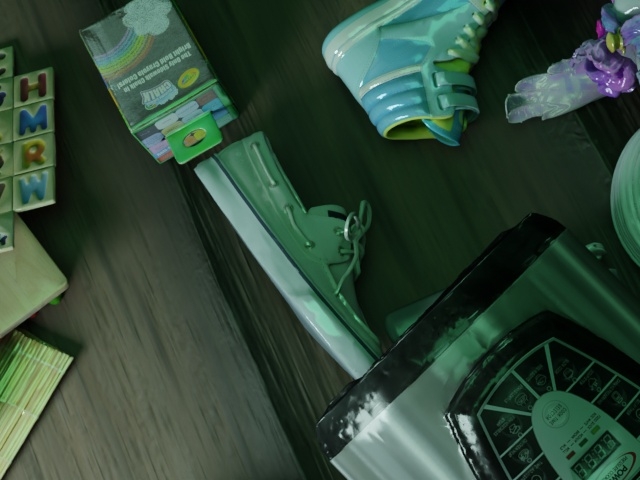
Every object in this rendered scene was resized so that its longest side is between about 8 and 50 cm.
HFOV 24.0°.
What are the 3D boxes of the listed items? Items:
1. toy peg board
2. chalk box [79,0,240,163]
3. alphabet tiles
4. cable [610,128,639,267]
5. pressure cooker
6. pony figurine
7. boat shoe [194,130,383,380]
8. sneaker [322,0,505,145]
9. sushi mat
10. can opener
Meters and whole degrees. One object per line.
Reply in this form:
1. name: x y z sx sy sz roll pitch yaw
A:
1. toy peg board: -0.423 0.056 1.939 0.160 0.079 0.161 -38 70 -8
2. chalk box: -0.196 -0.195 1.944 0.132 0.132 0.213 -29 72 1
3. alphabet tiles: -0.485 -0.108 1.984 0.285 0.011 0.343 -14 55 8
4. cable: 0.474 -0.055 1.791 0.257 0.089 0.257 -32 71 2
5. pressure cooker: 0.255 0.223 1.604 0.420 0.375 0.370 46 131 5
6. pony figurine: 0.388 -0.269 1.762 0.351 0.303 0.363 -18 34 -9
7. boat shoe: 0.001 0.002 1.859 0.156 0.136 0.367 -36 62 -3
8. sneaker: 0.180 -0.239 1.885 0.319 0.127 0.208 -32 69 12
9. sushi mat: -0.457 0.252 1.929 0.151 0.019 0.317 29 83 14
10. can opener: 0.222 0.082 1.812 0.283 0.076 0.095 -24 71 5
